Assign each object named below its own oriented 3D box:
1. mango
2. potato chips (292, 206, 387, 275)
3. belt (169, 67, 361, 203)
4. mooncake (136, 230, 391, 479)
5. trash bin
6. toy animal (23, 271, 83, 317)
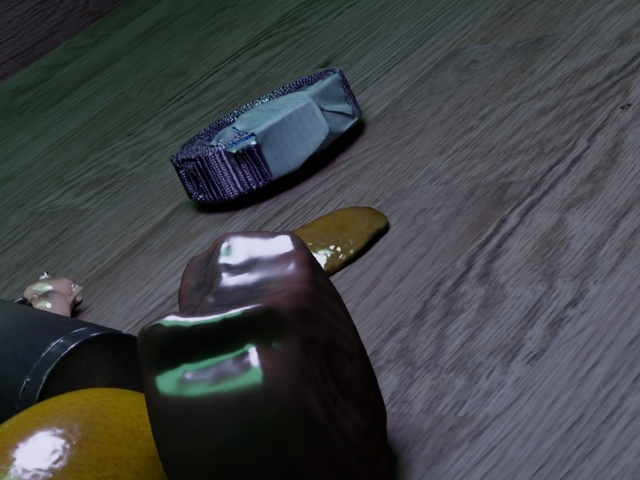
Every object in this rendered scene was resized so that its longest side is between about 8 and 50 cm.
[{"bbox_3d":[-0.220,0.274,1.406,0.221,0.263,0.378,-8,11,28],"label":"mango"},{"bbox_3d":[0.000,0.000,2.067,0.202,0.049,0.150,-27,26,-21],"label":"potato chips"},{"bbox_3d":[-0.082,-0.172,2.459,0.325,0.122,0.260,-31,15,-22],"label":"belt"},{"bbox_3d":[-0.046,0.139,1.450,0.174,0.334,0.326,-18,-17,15],"label":"mooncake"},{"bbox_3d":[-0.358,0.176,1.759,0.301,0.203,0.252,13,37,40],"label":"trash bin"},{"bbox_3d":[-0.408,0.102,2.245,0.083,0.089,0.150,16,20,-5],"label":"toy animal"}]
